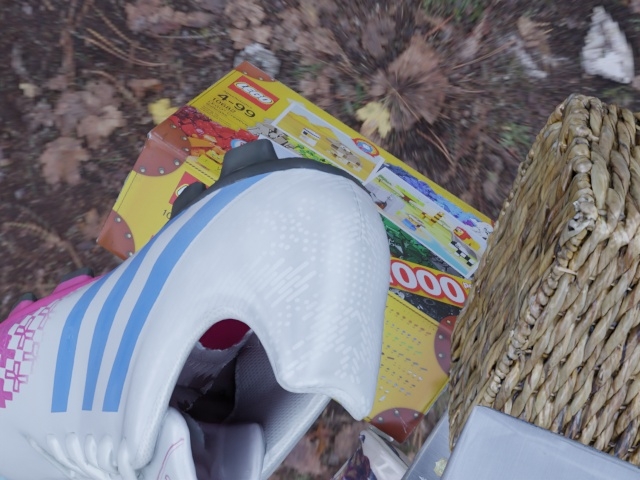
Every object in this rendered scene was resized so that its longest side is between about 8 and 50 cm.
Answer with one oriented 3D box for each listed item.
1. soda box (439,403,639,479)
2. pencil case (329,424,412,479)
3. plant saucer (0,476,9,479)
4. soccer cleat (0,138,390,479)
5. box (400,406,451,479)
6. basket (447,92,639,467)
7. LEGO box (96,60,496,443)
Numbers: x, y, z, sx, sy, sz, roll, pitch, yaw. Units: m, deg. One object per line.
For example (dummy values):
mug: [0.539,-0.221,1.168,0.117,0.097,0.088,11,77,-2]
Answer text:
soda box: [0.055,0.218,0.539,0.098,0.091,0.286,22,84,9]
pencil case: [-0.004,0.439,1.706,0.410,0.160,0.183,-50,49,-2]
plant saucer: [-0.290,0.262,1.346,0.318,0.044,0.317,12,65,-28]
soccer cleat: [-0.090,0.081,0.634,0.116,0.143,0.331,19,141,-31]
box: [0.192,0.289,1.480,0.183,0.056,0.231,37,53,4]
basket: [0.255,0.049,1.070,0.223,0.213,0.299,15,128,-5]
LEGO box: [0.000,0.000,1.813,0.500,0.372,0.193,33,118,2]
